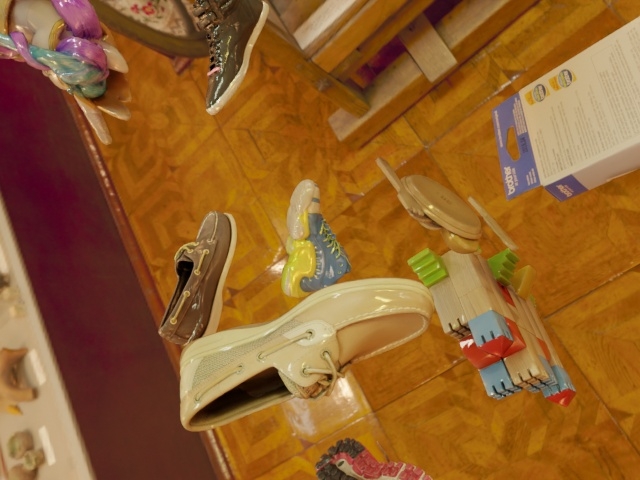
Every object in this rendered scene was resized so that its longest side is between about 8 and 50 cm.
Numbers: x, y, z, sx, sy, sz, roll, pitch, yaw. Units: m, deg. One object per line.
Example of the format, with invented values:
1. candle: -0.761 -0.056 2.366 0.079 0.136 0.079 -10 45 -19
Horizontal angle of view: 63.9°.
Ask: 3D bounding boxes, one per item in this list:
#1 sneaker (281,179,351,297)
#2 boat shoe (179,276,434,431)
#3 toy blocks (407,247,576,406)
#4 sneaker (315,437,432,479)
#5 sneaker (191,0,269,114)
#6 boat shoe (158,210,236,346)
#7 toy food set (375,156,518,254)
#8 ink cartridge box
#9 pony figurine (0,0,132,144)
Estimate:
1. sneaker: 0.000 0.000 0.945 0.091 0.126 0.240 -104 21 -54
2. boat shoe: -0.015 0.131 0.562 0.302 0.109 0.098 -19 43 7
3. toy blocks: 0.345 0.180 0.979 0.191 0.381 0.261 -35 47 27
4. sneaker: 0.109 0.414 0.813 0.112 0.121 0.299 56 160 -15
5. sneaker: -0.224 -0.422 1.093 0.104 0.147 0.295 2 70 50
6. boat shoe: -0.251 0.062 1.055 0.116 0.097 0.324 -34 41 43
7. toy food set: 0.149 -0.034 0.649 0.038 0.192 0.132 -56 34 27
8. ink cartridge box: 0.381 -0.176 0.665 0.311 0.065 0.186 -27 48 39
9. pony figurine: -0.306 -0.303 0.495 0.363 0.303 0.351 26 123 26
